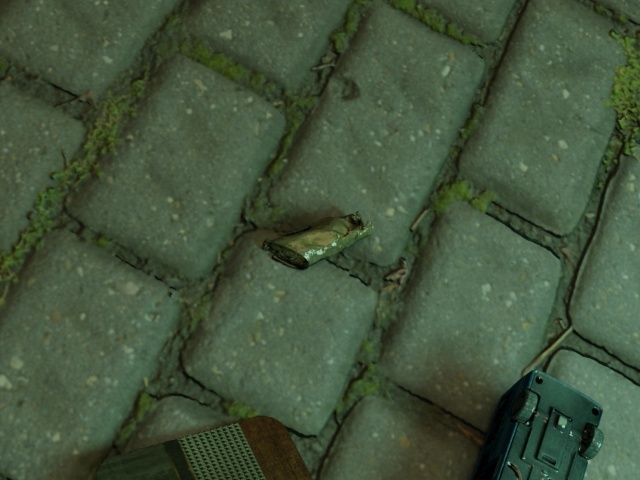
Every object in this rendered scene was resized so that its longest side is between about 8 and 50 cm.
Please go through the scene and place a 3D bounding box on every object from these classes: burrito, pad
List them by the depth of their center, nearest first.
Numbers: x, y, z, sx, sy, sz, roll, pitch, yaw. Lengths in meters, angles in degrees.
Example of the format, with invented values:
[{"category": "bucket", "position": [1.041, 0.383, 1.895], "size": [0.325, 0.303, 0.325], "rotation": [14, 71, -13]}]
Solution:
[{"category": "pad", "position": [-0.077, 0.334, 1.259], "size": [0.250, 0.055, 0.323], "rotation": [-10, 36, -32]}, {"category": "burrito", "position": [0.000, 0.000, 1.512], "size": [0.149, 0.041, 0.055], "rotation": [-20, 60, -21]}]

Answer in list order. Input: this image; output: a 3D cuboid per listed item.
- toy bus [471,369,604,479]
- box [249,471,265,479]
[{"category": "toy bus", "position": [0.251, 0.294, 1.403], "size": [0.113, 0.134, 0.246], "rotation": [29, 60, -6]}, {"category": "box", "position": [-0.062, 0.327, 1.354], "size": [0.093, 0.015, 0.058], "rotation": [41, 62, 2]}]
